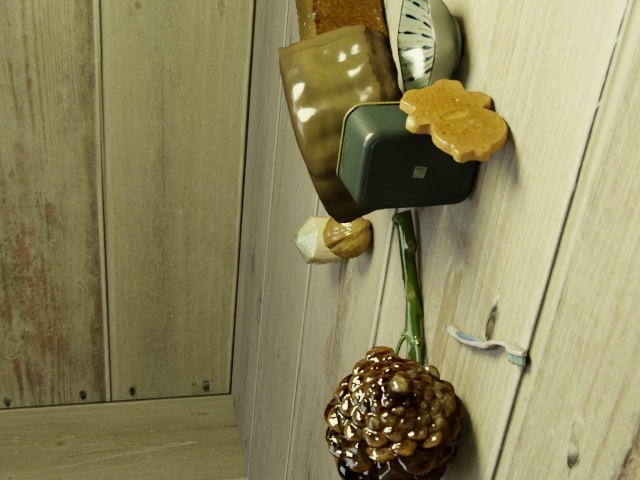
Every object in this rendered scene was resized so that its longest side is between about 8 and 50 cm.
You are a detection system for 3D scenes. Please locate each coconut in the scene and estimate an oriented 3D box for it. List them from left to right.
[{"bbox_3d":[0.000,0.000,2.077,0.116,0.122,0.116,179,90,-77],"label":"coconut"}]

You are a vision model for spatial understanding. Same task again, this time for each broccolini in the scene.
[{"bbox_3d":[0.142,0.143,1.598,0.079,0.074,0.392,160,106,-69],"label":"broccolini"}]

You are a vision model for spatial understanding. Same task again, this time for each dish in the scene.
[{"bbox_3d":[0.178,-0.309,1.412,0.191,0.066,0.190,175,90,-79],"label":"dish"}]

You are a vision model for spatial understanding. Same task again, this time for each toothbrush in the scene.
[{"bbox_3d":[0.238,0.149,1.314,0.269,0.021,0.027,-168,83,-77],"label":"toothbrush"}]

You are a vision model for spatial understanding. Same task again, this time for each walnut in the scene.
[{"bbox_3d":[0.059,-0.013,1.890,0.124,0.105,0.105,-18,73,60],"label":"walnut"}]

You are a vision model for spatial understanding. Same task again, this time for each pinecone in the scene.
[{"bbox_3d":[0.117,0.298,1.427,0.272,0.224,0.224,83,176,-51],"label":"pinecone"}]

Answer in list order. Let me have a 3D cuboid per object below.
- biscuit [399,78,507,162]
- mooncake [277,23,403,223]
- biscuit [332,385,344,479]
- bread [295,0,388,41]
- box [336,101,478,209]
[{"bbox_3d":[0.192,-0.171,1.262,0.184,0.133,0.027,39,146,37],"label":"biscuit"},{"bbox_3d":[0.059,-0.203,1.515,0.324,0.187,0.324,-16,-90,-83],"label":"mooncake"},{"bbox_3d":[0.049,0.455,2.129,0.142,0.029,0.220,177,91,-77],"label":"biscuit"},{"bbox_3d":[0.030,-0.530,1.804,0.113,0.165,0.416,121,146,-64],"label":"bread"},{"bbox_3d":[0.135,-0.125,1.338,0.090,0.201,0.144,-116,28,-52],"label":"box"}]
